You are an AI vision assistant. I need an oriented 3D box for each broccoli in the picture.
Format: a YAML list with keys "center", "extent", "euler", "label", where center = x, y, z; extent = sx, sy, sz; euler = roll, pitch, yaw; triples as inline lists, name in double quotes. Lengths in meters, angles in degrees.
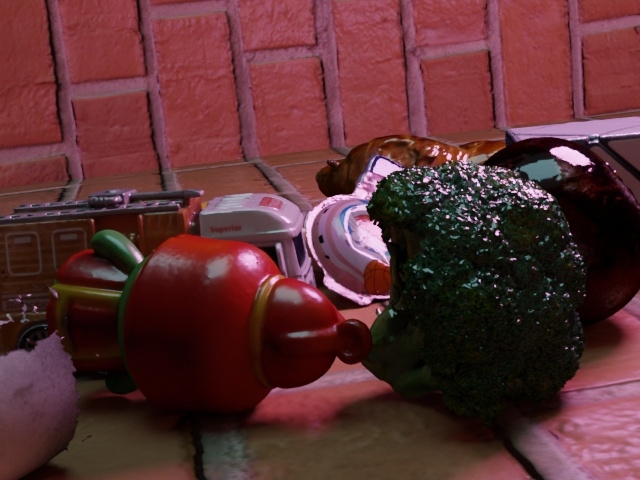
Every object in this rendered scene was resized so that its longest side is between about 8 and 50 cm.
- center: [0.141, 0.046, 1.037]
  extent: [0.269, 0.242, 0.261]
  euler: [42, 32, 8]
  label: "broccoli"

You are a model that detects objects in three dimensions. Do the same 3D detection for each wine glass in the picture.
- center: [-0.376, 0.156, 0.882]
  extent: [0.190, 0.191, 0.357]
  euler: [6, 21, 45]
  label: "wine glass"

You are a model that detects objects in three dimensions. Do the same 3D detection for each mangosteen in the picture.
- center: [0.246, 0.012, 1.243]
  extent: [0.261, 0.235, 0.235]
  euler: [-40, 10, 6]
  label: "mangosteen"

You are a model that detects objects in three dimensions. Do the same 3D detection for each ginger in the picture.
- center: [0.172, -0.087, 1.759]
  extent: [0.357, 0.153, 0.274]
  euler: [2, -5, -3]
  label: "ginger"

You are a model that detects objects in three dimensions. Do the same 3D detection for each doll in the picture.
- center: [-0.118, 0.086, 1.083]
  extent: [0.363, 0.183, 0.160]
  euler: [3, 7, 22]
  label: "doll"

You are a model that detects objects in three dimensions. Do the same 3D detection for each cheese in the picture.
- center: [0.075, -0.018, 1.522]
  extent: [0.189, 0.074, 0.286]
  euler: [30, 47, -3]
  label: "cheese"

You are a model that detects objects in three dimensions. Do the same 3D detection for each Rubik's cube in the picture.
- center: [0.368, -0.057, 1.474]
  extent: [0.207, 0.205, 0.205]
  euler: [-5, 11, 8]
  label: "Rubik's cube"

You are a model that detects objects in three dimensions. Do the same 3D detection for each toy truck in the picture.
- center: [-0.198, 0.038, 1.289]
  extent: [0.387, 0.207, 0.173]
  euler: [-4, 11, 3]
  label: "toy truck"

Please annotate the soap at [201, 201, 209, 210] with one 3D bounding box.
- center: [-0.236, 0.029, 1.600]
  extent: [0.306, 0.115, 0.427]
  euler: [0, 12, 5]
  label: "soap"

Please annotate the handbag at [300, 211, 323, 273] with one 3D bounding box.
- center: [0.000, 0.000, 1.599]
  extent: [0.173, 0.095, 0.117]
  euler: [6, 26, -7]
  label: "handbag"
